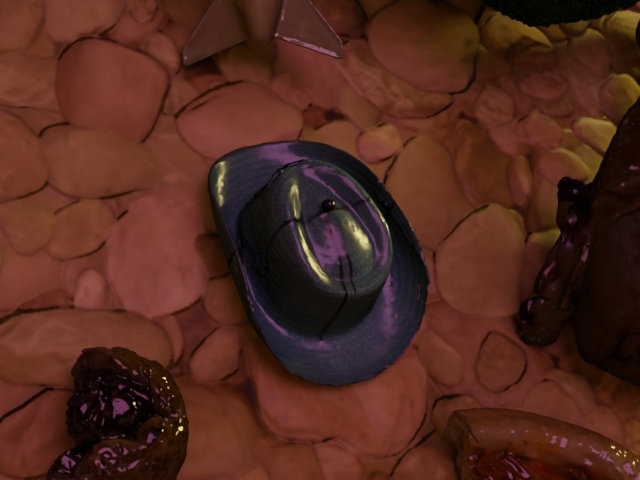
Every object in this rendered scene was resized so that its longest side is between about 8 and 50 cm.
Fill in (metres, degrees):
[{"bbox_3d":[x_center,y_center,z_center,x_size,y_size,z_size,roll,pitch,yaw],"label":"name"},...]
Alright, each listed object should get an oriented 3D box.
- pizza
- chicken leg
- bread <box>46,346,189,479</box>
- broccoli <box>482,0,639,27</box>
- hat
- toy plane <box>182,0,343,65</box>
[{"bbox_3d":[0.194,0.199,0.997,0.271,0.056,0.134,42,48,4],"label":"pizza"},{"bbox_3d":[0.295,-0.047,1.120,0.211,0.140,0.361,27,60,2],"label":"chicken leg"},{"bbox_3d":[-0.119,0.118,0.910,0.082,0.060,0.113,14,58,-13],"label":"bread"},{"bbox_3d":[0.188,-0.300,1.122,0.298,0.297,0.297,16,77,-14],"label":"broccoli"},{"bbox_3d":[0.000,0.000,1.010,0.138,0.078,0.191,-20,72,-28],"label":"hat"},{"bbox_3d":[-0.048,-0.256,1.069,0.242,0.104,0.256,-3,101,4],"label":"toy plane"}]
